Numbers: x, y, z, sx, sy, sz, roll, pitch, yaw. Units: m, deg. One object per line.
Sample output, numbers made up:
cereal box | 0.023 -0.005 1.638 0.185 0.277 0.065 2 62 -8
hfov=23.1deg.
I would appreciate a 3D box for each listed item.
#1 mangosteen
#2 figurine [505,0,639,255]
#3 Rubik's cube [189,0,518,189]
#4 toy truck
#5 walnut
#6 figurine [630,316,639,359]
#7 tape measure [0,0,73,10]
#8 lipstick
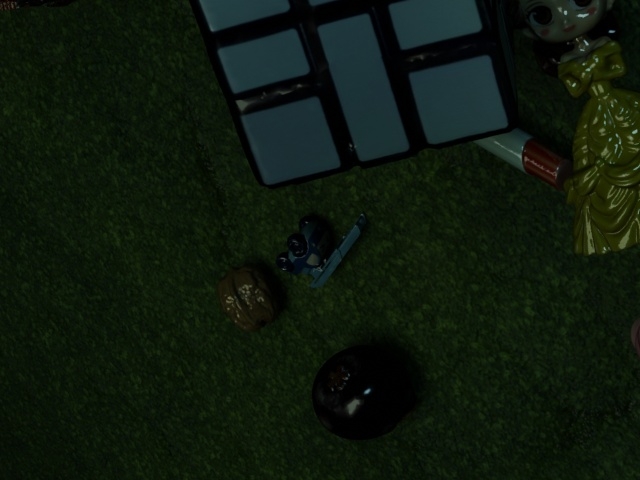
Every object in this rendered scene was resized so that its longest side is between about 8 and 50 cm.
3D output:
mangosteen | 0.063 0.210 2.081 0.137 0.137 0.151 9 154 40
figurine | 0.283 -0.163 1.590 0.187 0.168 0.315 -17 103 49
Rubik's cube | 0.036 -0.255 1.589 0.283 0.288 0.293 -15 115 14
toy truck | 0.000 0.000 2.045 0.074 0.063 0.136 32 135 -2
walnut | -0.100 0.078 2.175 0.079 0.082 0.096 -29 93 20
figurine | 0.411 0.101 1.699 0.126 0.114 0.157 24 104 -9
tape measure | -0.350 -0.375 2.028 0.223 0.202 0.135 22 132 51
lipstick | 0.173 -0.137 1.790 0.274 0.061 0.068 33 140 25
